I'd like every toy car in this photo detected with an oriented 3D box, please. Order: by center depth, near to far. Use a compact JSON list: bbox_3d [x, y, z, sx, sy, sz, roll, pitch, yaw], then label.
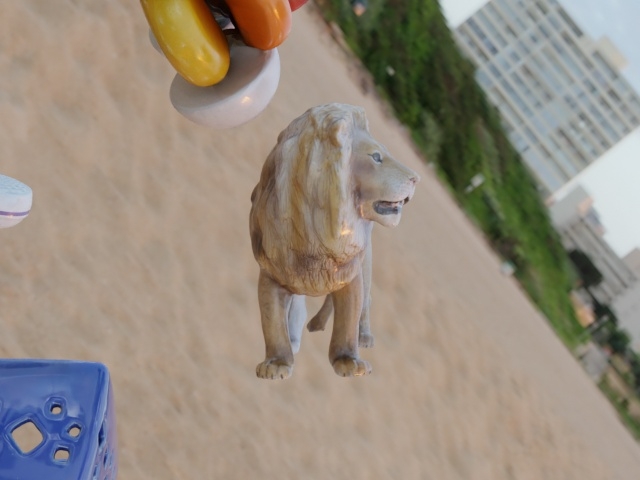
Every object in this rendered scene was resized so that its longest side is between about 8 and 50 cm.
[{"bbox_3d":[-0.067,-0.176,0.789,0.159,0.136,0.182,56,6,-39],"label":"toy car"}]

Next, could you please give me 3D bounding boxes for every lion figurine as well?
[{"bbox_3d":[0.000,0.000,1.213,0.392,0.142,0.240,-164,-106,-85],"label":"lion figurine"}]

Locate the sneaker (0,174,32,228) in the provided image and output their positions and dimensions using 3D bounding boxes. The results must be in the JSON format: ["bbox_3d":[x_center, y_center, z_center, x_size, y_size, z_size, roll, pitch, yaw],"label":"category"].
[{"bbox_3d":[-0.421,0.004,1.299,0.102,0.282,0.161,-22,114,-68],"label":"sneaker"}]

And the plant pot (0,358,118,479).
[{"bbox_3d":[-0.336,0.270,1.303,0.236,0.236,0.212,96,-6,-52],"label":"plant pot"}]
